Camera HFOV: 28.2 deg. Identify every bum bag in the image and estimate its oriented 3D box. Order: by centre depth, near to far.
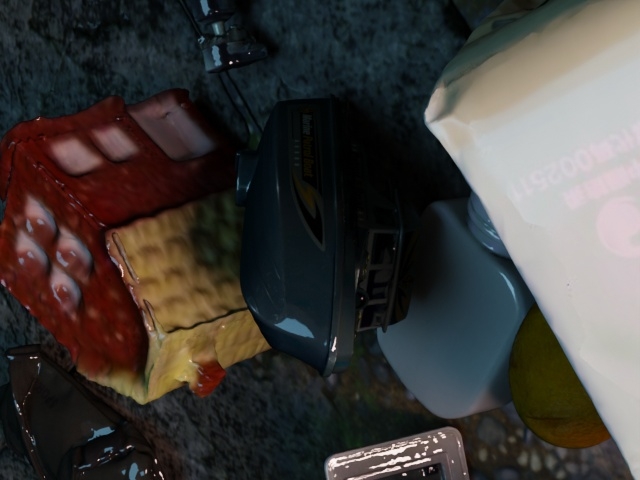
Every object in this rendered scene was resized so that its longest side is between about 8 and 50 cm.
[{"bbox_3d":[-0.257,0.213,1.332,0.326,0.079,0.142,27,124,38],"label":"bum bag"}]

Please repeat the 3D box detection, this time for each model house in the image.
[{"bbox_3d":[-0.123,0.019,1.045,0.254,0.196,0.160,46,131,26],"label":"model house"}]

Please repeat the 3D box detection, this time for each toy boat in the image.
[{"bbox_3d":[0.003,-0.001,0.884,0.296,0.122,0.114,-99,14,-62],"label":"toy boat"}]

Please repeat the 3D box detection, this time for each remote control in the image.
[{"bbox_3d":[0.079,0.303,0.993,0.055,0.109,0.313,-166,65,-78],"label":"remote control"}]

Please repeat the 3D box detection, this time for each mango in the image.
[{"bbox_3d":[0.176,0.072,0.804,0.115,0.089,0.165,29,140,-16],"label":"mango"}]

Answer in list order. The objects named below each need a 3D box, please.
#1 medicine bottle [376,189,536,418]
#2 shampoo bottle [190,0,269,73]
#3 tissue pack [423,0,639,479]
[{"bbox_3d":[0.110,0.029,0.886,0.119,0.069,0.183,52,136,36],"label":"medicine bottle"},{"bbox_3d":[-0.111,-0.288,1.026,0.098,0.071,0.310,-8,96,47],"label":"shampoo bottle"},{"bbox_3d":[0.298,-0.026,0.459,0.404,0.205,0.332,-26,101,28],"label":"tissue pack"}]
